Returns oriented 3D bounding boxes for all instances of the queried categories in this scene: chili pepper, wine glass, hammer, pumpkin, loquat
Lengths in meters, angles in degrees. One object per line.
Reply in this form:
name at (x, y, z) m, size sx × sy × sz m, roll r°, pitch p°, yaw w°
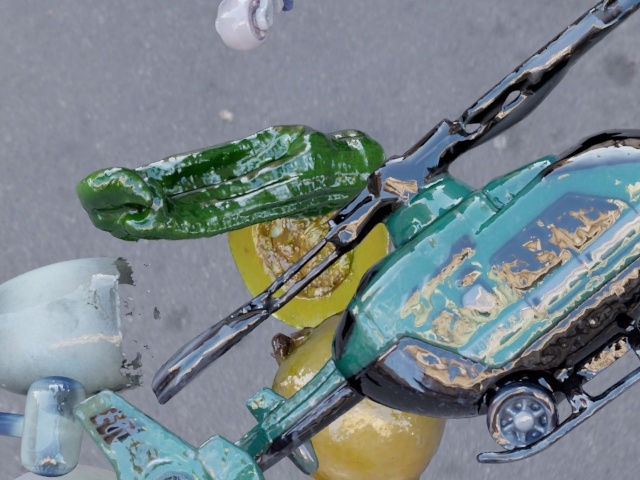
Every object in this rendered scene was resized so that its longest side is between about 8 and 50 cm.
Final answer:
chili pepper at (-0.049, -0.039, 0.846) m, size 0.257 × 0.100 × 0.074 m, roll -13°, pitch 106°, yaw -28°
wine glass at (-0.394, 0.129, 1.539) m, size 0.357 × 0.190 × 0.190 m, roll -9°, pitch 64°, yaw -1°
hammer at (-0.355, 0.218, 1.412) m, size 0.194 × 0.070 × 0.116 m, roll -3°, pitch 79°, yaw 42°
pumpkin at (0.007, -0.008, 1.276) m, size 0.217 × 0.110 × 0.217 m, roll 4°, pitch 96°, yaw 33°
loquat at (0.029, 0.125, 0.919) m, size 0.137 × 0.163 × 0.163 m, roll -42°, pitch 68°, yaw 0°

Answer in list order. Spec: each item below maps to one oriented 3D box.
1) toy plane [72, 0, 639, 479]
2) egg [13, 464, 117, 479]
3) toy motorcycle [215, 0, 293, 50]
toy plane at (0.050, 0.040, 0.581) m, size 0.382 × 0.106 × 0.155 m, roll -40°, pitch 86°, yaw 15°
egg at (-0.366, 0.483, 1.708) m, size 0.355 × 0.354 × 0.340 m, roll -30°, pitch 33°, yaw -10°
toy motorcycle at (-0.082, -0.353, 1.566) m, size 0.113 × 0.112 × 0.254 m, roll 9°, pitch 49°, yaw 9°
